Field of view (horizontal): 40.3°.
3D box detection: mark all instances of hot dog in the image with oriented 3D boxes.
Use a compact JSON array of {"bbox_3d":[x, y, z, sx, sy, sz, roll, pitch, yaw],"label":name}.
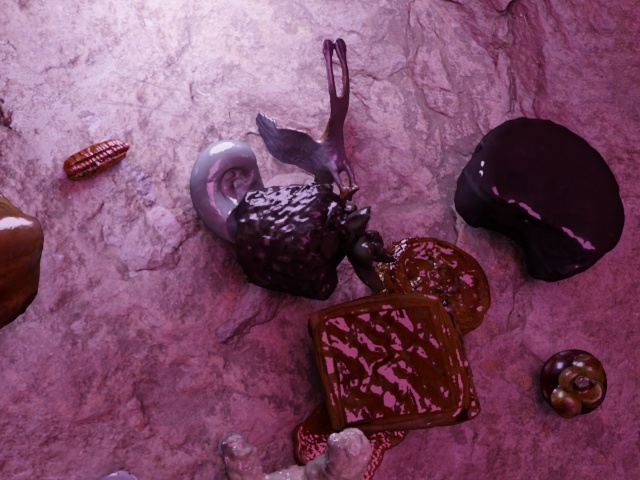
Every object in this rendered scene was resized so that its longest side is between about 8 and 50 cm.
[{"bbox_3d":[-0.463,-0.171,1.811,0.144,0.038,0.062,-29,84,-24],"label":"hot dog"},{"bbox_3d":[0.255,0.106,1.917,0.272,0.122,0.196,24,70,-8],"label":"hot dog"}]

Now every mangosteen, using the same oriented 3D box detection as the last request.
[{"bbox_3d":[0.574,0.319,1.922,0.146,0.181,0.156,15,83,-19],"label":"mangosteen"}]

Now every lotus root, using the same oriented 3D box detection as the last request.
[{"bbox_3d":[-0.655,0.046,1.590,0.250,0.316,0.316,-17,79,-40],"label":"lotus root"}]

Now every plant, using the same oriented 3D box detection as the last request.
[{"bbox_3d":[0.000,0.000,1.758,0.312,0.215,0.213,-1,58,20],"label":"plant"}]

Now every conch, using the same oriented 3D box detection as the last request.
[{"bbox_3d":[-0.191,-0.101,1.834,0.185,0.121,0.221,12,77,-30],"label":"conch"}]

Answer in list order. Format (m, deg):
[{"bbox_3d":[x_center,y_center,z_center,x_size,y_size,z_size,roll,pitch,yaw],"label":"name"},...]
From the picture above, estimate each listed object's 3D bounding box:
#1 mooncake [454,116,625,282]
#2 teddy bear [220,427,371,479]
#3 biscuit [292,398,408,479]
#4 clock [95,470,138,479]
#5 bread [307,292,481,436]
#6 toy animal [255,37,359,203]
[{"bbox_3d":[0.506,-0.100,2.010,0.381,0.212,0.350,46,61,3],"label":"mooncake"},{"bbox_3d":[-0.137,0.501,1.568,0.362,0.375,0.327,6,59,-31],"label":"teddy bear"},{"bbox_3d":[0.087,0.367,1.823,0.202,0.047,0.334,39,69,-4],"label":"biscuit"},{"bbox_3d":[-0.408,0.503,1.603,0.176,0.080,0.117,-21,81,-21],"label":"clock"},{"bbox_3d":[0.134,0.255,1.753,0.324,0.167,0.277,-5,71,-20],"label":"bread"},{"bbox_3d":[0.033,-0.228,1.857,0.225,0.284,0.302,-14,77,-23],"label":"toy animal"}]
